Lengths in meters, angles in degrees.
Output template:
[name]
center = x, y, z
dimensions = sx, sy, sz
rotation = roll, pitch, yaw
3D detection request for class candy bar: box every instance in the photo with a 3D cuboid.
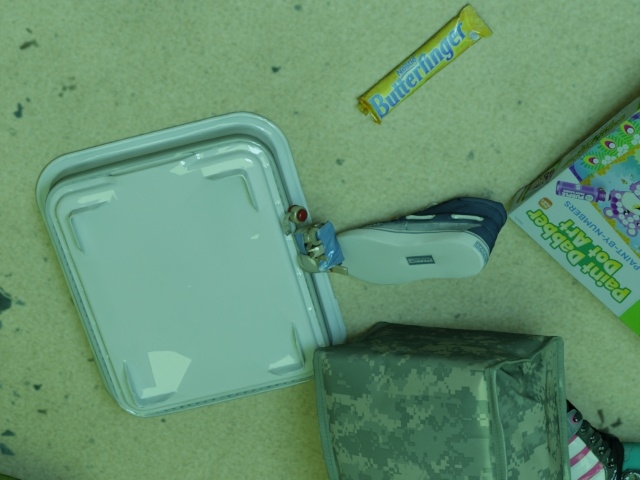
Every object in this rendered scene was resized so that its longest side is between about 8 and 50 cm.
[candy bar]
center = 0.105, -0.179, 1.745
dimensions = 0.161, 0.018, 0.040
rotation = -39, 109, 17

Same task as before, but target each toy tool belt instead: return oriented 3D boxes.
[toy tool belt]
center = 0.000, 0.000, 1.781
dimensions = 0.051, 0.052, 0.083
rotation = 11, 133, 46

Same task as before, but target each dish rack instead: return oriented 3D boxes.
[dish rack]
center = -0.140, 0.044, 1.829
dimensions = 0.285, 0.072, 0.333
rotation = -13, 114, 8

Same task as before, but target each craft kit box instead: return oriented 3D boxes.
[craft kit box]
center = 0.365, -0.022, 1.739
dimensions = 0.250, 0.061, 0.246
rotation = 41, 131, -8

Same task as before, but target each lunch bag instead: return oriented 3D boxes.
[lunch bag]
center = 0.137, 0.244, 1.794
dimensions = 0.235, 0.169, 0.287
rotation = 2, 101, 36

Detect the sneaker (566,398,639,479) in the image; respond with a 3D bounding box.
[sneaker]
center = 0.315, 0.234, 1.888
dimensions = 0.178, 0.124, 0.295
rotation = -11, 109, -1

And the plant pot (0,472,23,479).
[plant pot]
center = -0.429, 0.356, 1.900
dimensions = 0.293, 0.275, 0.275
rotation = 2, 117, -18

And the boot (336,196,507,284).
[boot]
center = 0.106, -0.003, 1.809
dimensions = 0.190, 0.086, 0.069
rotation = 2, 128, 31
